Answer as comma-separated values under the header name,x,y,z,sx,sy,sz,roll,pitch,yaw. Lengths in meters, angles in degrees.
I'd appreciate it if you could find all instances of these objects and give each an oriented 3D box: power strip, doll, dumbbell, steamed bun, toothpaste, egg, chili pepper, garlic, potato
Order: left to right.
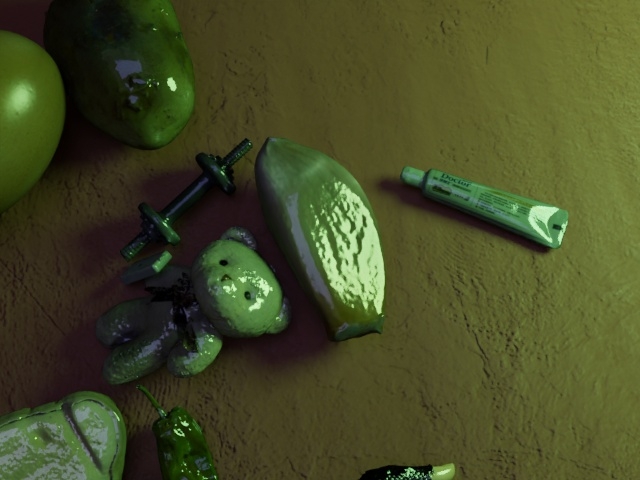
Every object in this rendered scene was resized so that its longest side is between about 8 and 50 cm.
name,x,y,z,sx,sy,sz,roll,pitch,yaw
egg,-0.509,-0.159,1.182,0.322,0.250,0.250,-44,77,-1
steamed bun,-0.351,0.306,1.124,0.212,0.110,0.231,-40,93,-14
potato,-0.298,-0.276,1.249,0.210,0.173,0.307,-26,72,-7
power strip,-0.254,0.040,1.207,0.016,0.090,0.040,55,41,-20
chili pepper,-0.191,0.284,1.139,0.072,0.073,0.204,-18,85,-20
doll,-0.192,0.100,1.157,0.278,0.149,0.175,-28,82,2
dumbbell,-0.198,-0.062,1.231,0.254,0.081,0.081,-44,77,-9
garlic,0.008,-0.004,1.188,0.143,0.112,0.318,-17,71,-25
toothpaste,0.240,-0.057,1.230,0.255,0.037,0.067,20,71,5

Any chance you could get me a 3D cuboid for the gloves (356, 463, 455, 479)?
name,x,y,z,sx,sy,sz,roll,pitch,yaw
gloves,0.132,0.366,1.093,0.181,0.106,0.129,11,54,-13
